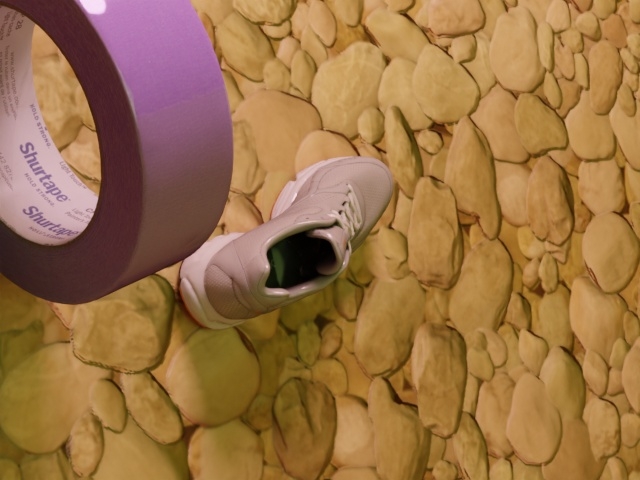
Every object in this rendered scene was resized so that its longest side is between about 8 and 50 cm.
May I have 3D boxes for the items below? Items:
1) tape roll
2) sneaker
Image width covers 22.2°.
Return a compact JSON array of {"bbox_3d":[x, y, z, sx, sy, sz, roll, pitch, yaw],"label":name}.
[{"bbox_3d":[-0.190,-0.095,1.208,0.090,0.274,0.275,-25,102,-42],"label":"tape roll"},{"bbox_3d":[0.000,0.000,1.477,0.262,0.121,0.099,-39,111,-39],"label":"sneaker"}]
